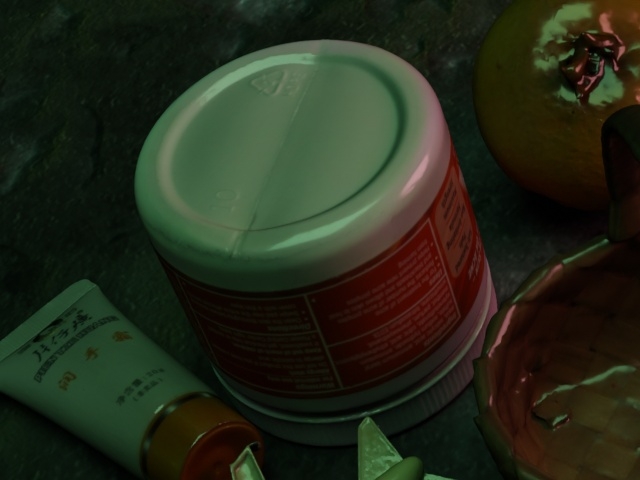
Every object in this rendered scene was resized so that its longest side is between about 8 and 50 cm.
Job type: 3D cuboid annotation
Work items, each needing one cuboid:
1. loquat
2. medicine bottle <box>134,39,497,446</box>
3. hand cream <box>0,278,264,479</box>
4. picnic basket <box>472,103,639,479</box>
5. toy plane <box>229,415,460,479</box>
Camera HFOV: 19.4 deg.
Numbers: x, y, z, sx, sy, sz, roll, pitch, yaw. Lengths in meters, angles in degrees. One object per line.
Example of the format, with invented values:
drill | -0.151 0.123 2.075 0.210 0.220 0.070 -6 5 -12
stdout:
loquat | 0.229 -0.128 1.581 0.208 0.208 0.208 -11 45 11
medicine bottle | 0.000 0.000 1.518 0.252 0.241 0.252 -10 45 10
hand cream | -0.166 0.125 1.580 0.139 0.089 0.314 -41 39 -22
picnic basket | 0.263 0.059 1.308 0.337 0.337 0.293 -20 44 1
toy plane | 0.008 0.251 1.380 0.242 0.104 0.256 29 55 21
